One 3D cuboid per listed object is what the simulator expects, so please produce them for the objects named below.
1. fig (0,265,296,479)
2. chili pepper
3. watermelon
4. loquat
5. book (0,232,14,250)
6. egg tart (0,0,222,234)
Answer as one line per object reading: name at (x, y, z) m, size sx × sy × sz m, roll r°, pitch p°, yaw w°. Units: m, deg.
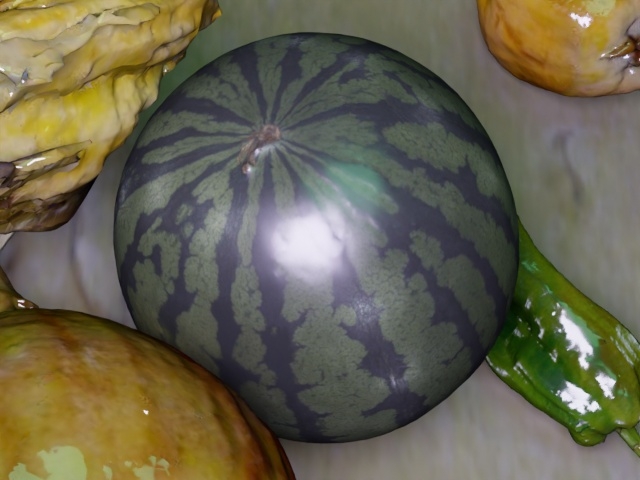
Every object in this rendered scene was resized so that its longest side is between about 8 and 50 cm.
fig at (-0.140, 0.084, 0.883) m, size 0.217 × 0.217 × 0.321 m, roll -8°, pitch 49°, yaw -19°
chili pepper at (0.137, 0.061, 1.036) m, size 0.073 × 0.072 × 0.204 m, roll -30°, pitch 71°, yaw -30°
watermelon at (0.000, 0.000, 0.956) m, size 0.212 × 0.212 × 0.212 m, roll 7°, pitch 58°, yaw -11°
loquat at (0.161, -0.146, 1.141) m, size 0.137 × 0.113 × 0.137 m, roll 8°, pitch 40°, yaw -7°
book at (-0.289, -0.106, 1.055) m, size 0.322 × 0.018 × 0.228 m, roll 30°, pitch 57°, yaw 4°
egg tart at (-0.187, -0.064, 0.930) m, size 0.297 × 0.297 × 0.132 m, roll -13°, pitch 104°, yaw -22°
